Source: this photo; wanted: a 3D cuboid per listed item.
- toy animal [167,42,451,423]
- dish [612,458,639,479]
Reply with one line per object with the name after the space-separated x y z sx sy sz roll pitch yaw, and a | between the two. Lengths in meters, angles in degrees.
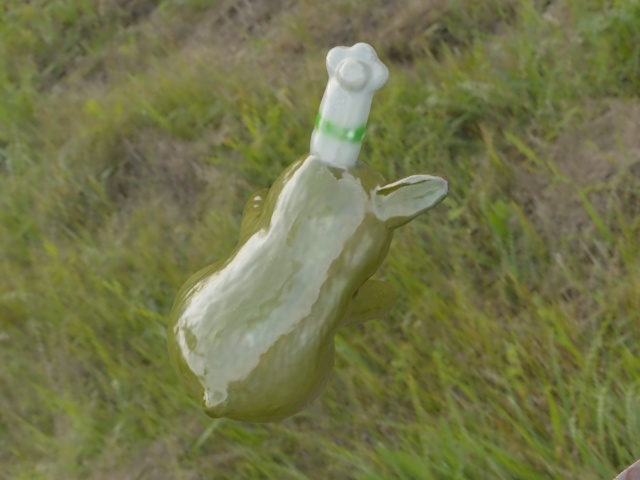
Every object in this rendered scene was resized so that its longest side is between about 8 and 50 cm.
-0.001 0.004 1.305 0.363 0.181 0.180 -55 -5 9 | toy animal
0.398 0.301 1.495 0.260 0.085 0.260 -35 4 3 | dish
